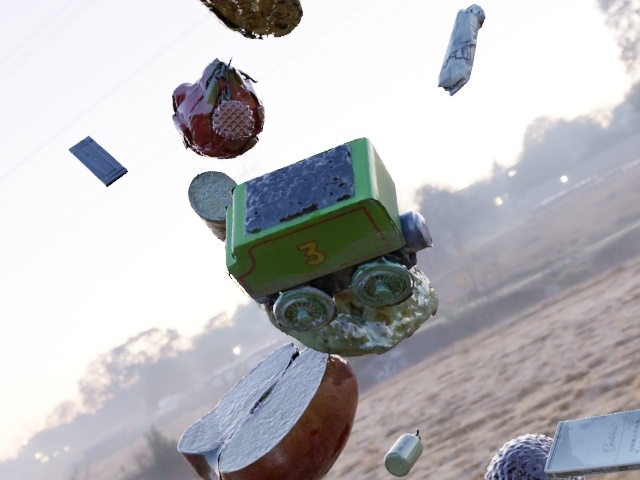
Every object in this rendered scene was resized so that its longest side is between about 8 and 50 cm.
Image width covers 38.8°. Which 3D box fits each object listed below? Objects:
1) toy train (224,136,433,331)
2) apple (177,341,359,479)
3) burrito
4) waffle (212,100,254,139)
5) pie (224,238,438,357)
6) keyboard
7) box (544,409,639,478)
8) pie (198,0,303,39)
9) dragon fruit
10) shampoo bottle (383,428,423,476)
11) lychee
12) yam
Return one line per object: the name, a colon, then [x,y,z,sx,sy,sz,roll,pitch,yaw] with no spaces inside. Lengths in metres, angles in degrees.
toy train: [0.000,0.000,1.382,0.307,0.173,0.249,-20,-44,17]
apple: [-0.094,0.350,1.792,0.365,0.329,0.295,-48,-28,-32]
burrito: [0.267,-0.364,1.704,0.064,0.064,0.203,-36,31,59]
waffle: [-0.169,-0.234,1.776,0.083,0.075,0.029,4,1,-7]
pie: [0.037,0.048,1.717,0.180,0.418,0.395,-47,0,35]
keyboard: [-0.494,-0.178,2.014,0.061,0.204,0.013,-39,-45,-15]
box: [0.468,0.334,1.491,0.198,0.029,0.109,-23,27,45]
pie: [-0.160,-0.504,1.846,0.055,0.274,0.274,-67,11,-21]
dragon fruit: [-0.242,-0.311,2.107,0.234,0.233,0.293,-25,-37,-12]
shampoo bottle: [0.244,0.600,2.583,0.079,0.079,0.162,-30,2,33]
lychee: [0.476,0.559,1.993,0.261,0.260,0.260,-26,-6,-3]
yam: [-0.243,-0.068,2.293,0.133,0.133,0.330,-26,-17,-5]
